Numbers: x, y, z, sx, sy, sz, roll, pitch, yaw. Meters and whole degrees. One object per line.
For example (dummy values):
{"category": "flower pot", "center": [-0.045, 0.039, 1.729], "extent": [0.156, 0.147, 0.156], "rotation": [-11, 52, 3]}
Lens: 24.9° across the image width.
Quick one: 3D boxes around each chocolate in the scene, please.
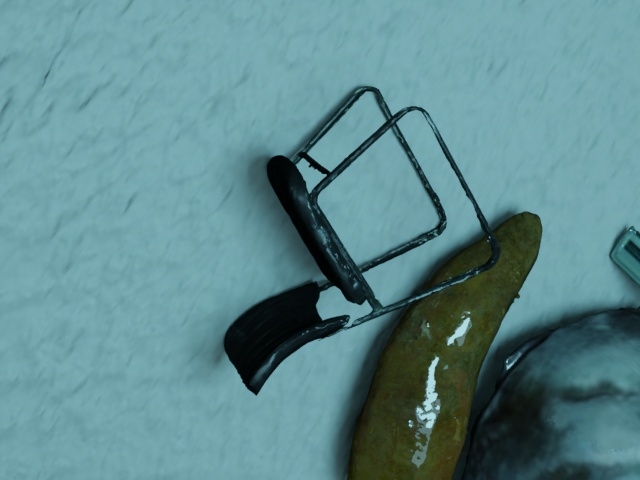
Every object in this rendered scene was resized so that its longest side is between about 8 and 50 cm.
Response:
{"category": "chocolate", "center": [0.285, 0.223, 1.193], "extent": [0.303, 0.213, 0.303], "rotation": [-6, 106, -22]}

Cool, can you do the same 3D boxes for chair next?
{"category": "chair", "center": [0.000, 0.000, 1.130], "extent": [0.221, 0.140, 0.145], "rotation": [-32, 107, -4]}

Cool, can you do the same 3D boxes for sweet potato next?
{"category": "sweet potato", "center": [0.099, 0.102, 1.199], "extent": [0.097, 0.097, 0.292], "rotation": [23, 92, -18]}

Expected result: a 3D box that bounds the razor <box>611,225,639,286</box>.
{"category": "razor", "center": [0.401, 0.001, 1.277], "extent": [0.278, 0.111, 0.056], "rotation": [-20, 133, -19]}
